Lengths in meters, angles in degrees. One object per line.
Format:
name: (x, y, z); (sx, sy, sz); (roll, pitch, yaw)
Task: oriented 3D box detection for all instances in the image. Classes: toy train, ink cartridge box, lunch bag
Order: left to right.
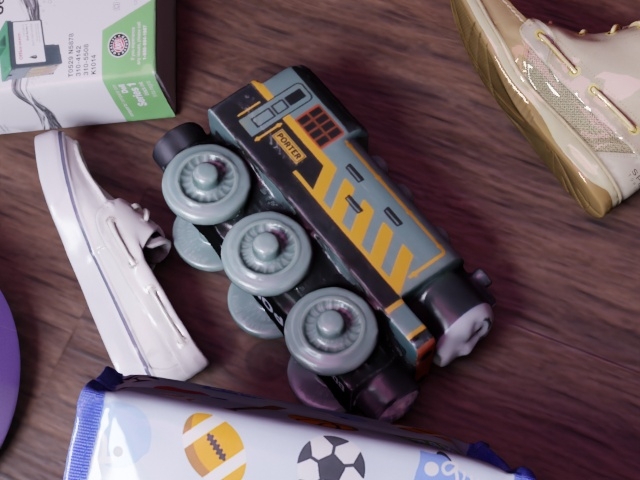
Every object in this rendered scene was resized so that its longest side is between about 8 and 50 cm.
ink cartridge box: (-0.253, -0.196, 1.400); (0.219, 0.092, 0.160); (-6, 68, 7)
lunch bag: (-0.051, 0.312, 1.066); (0.328, 0.239, 0.385); (10, 88, -1)
toy train: (0.000, 0.000, 1.268); (0.190, 0.142, 0.334); (-35, 68, -15)

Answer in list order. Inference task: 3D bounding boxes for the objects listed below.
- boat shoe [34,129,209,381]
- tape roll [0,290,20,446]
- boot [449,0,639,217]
boat shoe: (-0.178, 0.011, 1.311); (0.088, 0.096, 0.267); (-23, 69, -4)
tape roll: (-0.407, 0.116, 1.285); (0.274, 0.090, 0.275); (-3, 77, 15)
boot: (0.254, -0.175, 1.306); (0.203, 0.095, 0.262); (-32, 69, -3)
